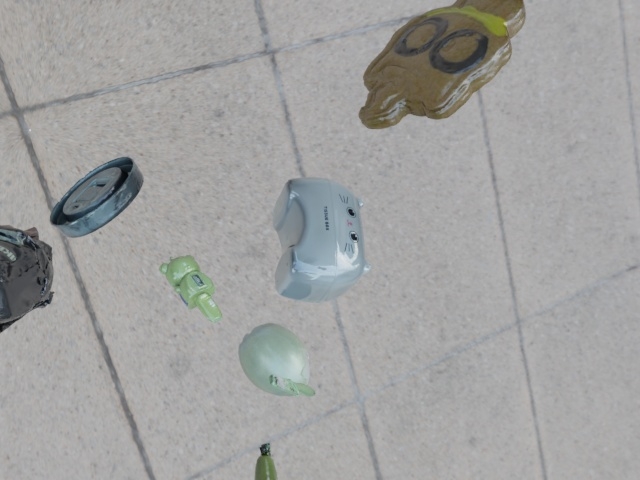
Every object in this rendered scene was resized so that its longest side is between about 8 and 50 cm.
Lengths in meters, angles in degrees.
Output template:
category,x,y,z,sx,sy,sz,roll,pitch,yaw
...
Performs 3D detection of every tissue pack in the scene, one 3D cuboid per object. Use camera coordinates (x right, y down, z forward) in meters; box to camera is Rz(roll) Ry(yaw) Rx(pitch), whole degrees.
category,x,y,z,sx,sy,sz,roll,pitch,yaw
tissue pack,0.000,0.000,1.771,0.236,0.229,0.332,6,60,-18

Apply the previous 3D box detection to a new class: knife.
category,x,y,z,sx,sy,sz,roll,pitch,yaw
knife,-0.042,0.243,1.045,0.014,0.030,0.207,-30,154,7

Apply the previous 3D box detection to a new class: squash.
category,x,y,z,sx,sy,sz,roll,pitch,yaw
squash,-0.152,0.704,1.794,0.071,0.318,0.080,7,112,-7

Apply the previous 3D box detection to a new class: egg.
category,x,y,z,sx,sy,sz,roll,pitch,yaw
egg,-0.123,0.347,1.808,0.183,0.217,0.183,-30,153,-17

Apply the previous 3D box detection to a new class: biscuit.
category,x,y,z,sx,sy,sz,roll,pitch,yaw
biscuit,0.167,-0.271,0.927,0.290,0.208,0.041,-43,133,-4

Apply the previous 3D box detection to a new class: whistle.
category,x,y,z,sx,sy,sz,roll,pitch,yaw
whistle,-0.329,0.124,1.662,0.105,0.085,0.227,-23,64,-41

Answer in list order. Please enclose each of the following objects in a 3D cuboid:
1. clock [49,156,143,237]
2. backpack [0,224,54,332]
category,x,y,z,sx,sy,sz,roll,pitch,yaw
clock,-0.496,-0.097,1.419,0.226,0.226,0.049,-43,126,-12
backpack,-0.324,0.033,0.607,0.120,0.165,0.105,1,92,-16
